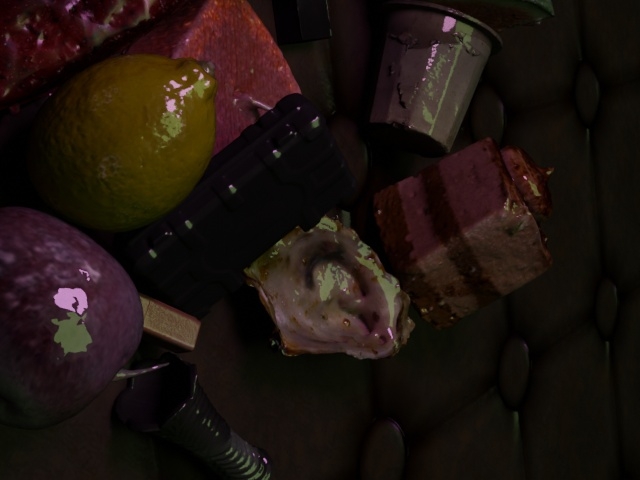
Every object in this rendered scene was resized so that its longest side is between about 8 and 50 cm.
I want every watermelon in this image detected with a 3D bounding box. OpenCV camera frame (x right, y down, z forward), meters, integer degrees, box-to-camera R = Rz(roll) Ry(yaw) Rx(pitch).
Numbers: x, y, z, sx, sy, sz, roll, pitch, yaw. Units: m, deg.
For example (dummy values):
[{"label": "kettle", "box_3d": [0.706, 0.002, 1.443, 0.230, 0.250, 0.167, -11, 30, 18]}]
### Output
[{"label": "watermelon", "box_3d": [0.223, -0.410, 1.866, 0.310, 0.231, 0.193, -17, 105, -24]}]

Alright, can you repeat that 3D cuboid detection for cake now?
[{"label": "cake", "box_3d": [0.251, -0.019, 1.805, 0.196, 0.293, 0.199, 53, 15, -39]}]

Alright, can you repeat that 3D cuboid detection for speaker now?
[{"label": "speaker", "box_3d": [-0.035, -0.397, 1.653, 0.082, 0.044, 0.218, -19, 104, -53]}]

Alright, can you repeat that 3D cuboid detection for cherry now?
[{"label": "cherry", "box_3d": [-0.287, 0.083, 1.176, 0.266, 0.183, 0.213, 51, 28, -13]}]

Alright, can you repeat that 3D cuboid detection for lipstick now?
[{"label": "lipstick", "box_3d": [-0.214, 0.089, 1.359, 0.145, 0.045, 0.045, 29, 67, -32]}]

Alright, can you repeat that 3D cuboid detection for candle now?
[{"label": "candle", "box_3d": [-0.127, -0.186, 1.455, 0.317, 0.131, 0.287, 1, 86, -56]}]

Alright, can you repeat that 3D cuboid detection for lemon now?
[{"label": "lemon", "box_3d": [-0.206, -0.105, 1.215, 0.184, 0.248, 0.184, 46, 25, -29]}]

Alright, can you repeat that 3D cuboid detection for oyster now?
[{"label": "oyster", "box_3d": [0.008, 0.061, 1.651, 0.361, 0.096, 0.221, 9, 80, -46]}]

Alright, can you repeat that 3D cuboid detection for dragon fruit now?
[{"label": "dragon fruit", "box_3d": [-0.284, -0.277, 1.228, 0.262, 0.134, 0.212, -29, 102, -13]}]

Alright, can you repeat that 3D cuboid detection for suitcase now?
[{"label": "suitcase", "box_3d": [-0.096, -0.035, 1.378, 0.285, 0.066, 0.206, -39, 152, -3]}]

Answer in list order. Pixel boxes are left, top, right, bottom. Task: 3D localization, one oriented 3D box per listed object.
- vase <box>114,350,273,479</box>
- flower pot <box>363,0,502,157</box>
[{"label": "vase", "box_3d": [-0.148, 0.245, 1.442, 0.237, 0.115, 0.115, 54, 48, -44]}, {"label": "flower pot", "box_3d": [0.159, -0.252, 1.811, 0.212, 0.212, 0.203, 31, 74, -50]}]
